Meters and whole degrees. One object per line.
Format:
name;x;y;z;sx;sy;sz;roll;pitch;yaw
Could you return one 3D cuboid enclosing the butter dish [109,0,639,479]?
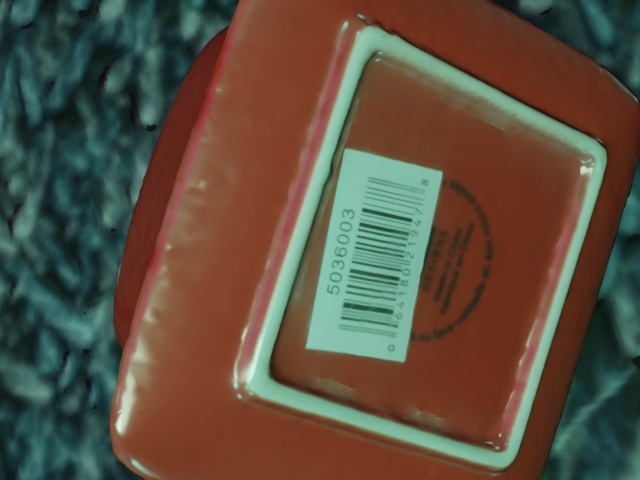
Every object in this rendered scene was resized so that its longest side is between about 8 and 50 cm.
butter dish;0.000;0.000;0.467;0.118;0.160;0.160;12;82;53
